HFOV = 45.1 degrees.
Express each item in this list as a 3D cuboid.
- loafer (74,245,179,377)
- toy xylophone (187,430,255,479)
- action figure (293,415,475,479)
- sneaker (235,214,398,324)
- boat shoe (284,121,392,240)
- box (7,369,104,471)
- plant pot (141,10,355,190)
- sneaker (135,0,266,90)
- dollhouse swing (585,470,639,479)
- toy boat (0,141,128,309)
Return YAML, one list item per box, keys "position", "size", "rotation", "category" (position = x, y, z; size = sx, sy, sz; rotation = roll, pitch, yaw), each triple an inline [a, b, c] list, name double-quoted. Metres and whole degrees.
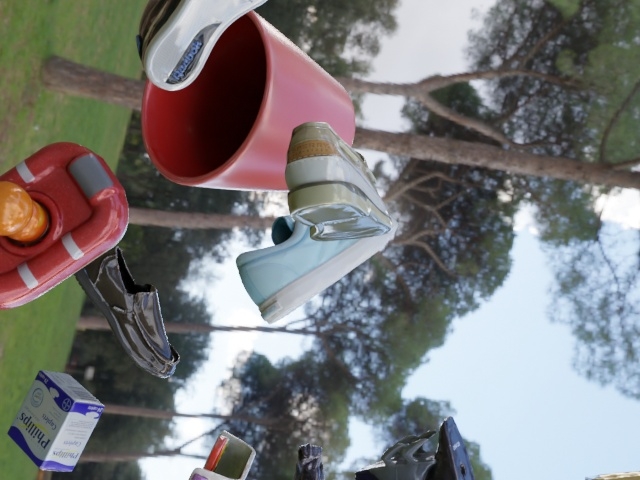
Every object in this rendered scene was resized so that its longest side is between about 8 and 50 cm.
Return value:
- position: [-0.265, 0.101, 1.110]
  size: [0.078, 0.220, 0.080]
  rotation: [-33, -166, 4]
  category: "loafer"
- position: [-0.195, 0.454, 1.344]
  size: [0.322, 0.081, 0.236]
  rotation: [105, 10, -79]
  category: "toy xylophone"
- position: [-0.016, 0.229, 0.636]
  size: [0.285, 0.185, 0.099]
  rotation: [-18, -83, 30]
  category: "action figure"
- position: [0.000, 0.000, 1.345]
  size: [0.135, 0.366, 0.150]
  rotation: [-38, -94, 42]
  category: "sneaker"
- position: [0.025, -0.063, 0.960]
  size: [0.302, 0.113, 0.103]
  rotation: [49, 33, -78]
  category: "boat shoe"
- position: [-0.481, 0.326, 1.397]
  size: [0.126, 0.072, 0.137]
  rotation: [27, -90, 37]
  category: "box"
- position: [-0.093, -0.193, 1.170]
  size: [0.275, 0.243, 0.274]
  rotation: [-9, -104, 39]
  category: "plant pot"
- position: [-0.127, -0.272, 0.832]
  size: [0.217, 0.079, 0.121]
  rotation: [-47, -141, 7]
  category: "sneaker"
- position: [0.769, 0.617, 1.608]
  size: [0.305, 0.347, 0.315]
  rotation: [-44, 126, -80]
  category: "dollhouse swing"
- position: [-0.346, -0.023, 0.884]
  size: [0.151, 0.231, 0.151]
  rotation: [53, -6, 12]
  category: "toy boat"
